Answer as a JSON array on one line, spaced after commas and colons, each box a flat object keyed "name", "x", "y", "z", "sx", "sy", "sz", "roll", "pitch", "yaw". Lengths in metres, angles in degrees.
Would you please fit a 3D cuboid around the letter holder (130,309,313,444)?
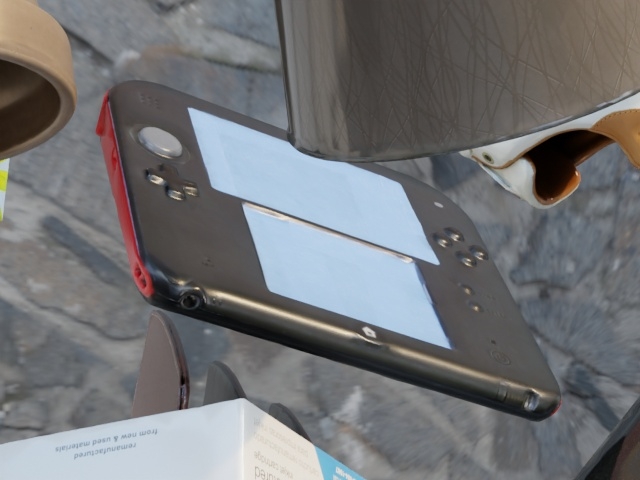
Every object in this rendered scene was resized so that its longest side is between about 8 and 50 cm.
[{"name": "letter holder", "x": -0.086, "y": 0.189, "z": 1.436, "sx": 0.152, "sy": 0.302, "sz": 0.214, "roll": 7, "pitch": 98, "yaw": -12}]

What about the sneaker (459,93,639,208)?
[{"name": "sneaker", "x": 0.094, "y": -0.082, "z": 1.002, "sx": 0.290, "sy": 0.106, "sz": 0.123, "roll": 2, "pitch": 91, "yaw": 42}]

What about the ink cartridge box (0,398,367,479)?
[{"name": "ink cartridge box", "x": -0.074, "y": 0.229, "z": 0.837, "sx": 0.168, "sy": 0.171, "sz": 0.233, "roll": -13, "pitch": 62, "yaw": 21}]

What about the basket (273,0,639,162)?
[{"name": "basket", "x": 0.053, "y": -0.174, "z": 0.714, "sx": 0.204, "sy": 0.154, "sz": 0.227, "roll": -14, "pitch": 115, "yaw": 6}]

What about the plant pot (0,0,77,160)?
[{"name": "plant pot", "x": -0.338, "y": -0.202, "z": 1.291, "sx": 0.263, "sy": 0.263, "sz": 0.229, "roll": -11, "pitch": 71, "yaw": 7}]

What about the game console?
[{"name": "game console", "x": 0.000, "y": 0.000, "z": 1.361, "sx": 0.386, "sy": 0.342, "sz": 0.060, "roll": 18, "pitch": 112, "yaw": -24}]

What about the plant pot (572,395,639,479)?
[{"name": "plant pot", "x": 0.317, "y": 0.219, "z": 1.220, "sx": 0.188, "sy": 0.167, "sz": 0.187, "roll": 50, "pitch": 59, "yaw": -6}]

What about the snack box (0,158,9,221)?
[{"name": "snack box", "x": -0.379, "y": -0.127, "z": 1.496, "sx": 0.174, "sy": 0.070, "sz": 0.207, "roll": 4, "pitch": 99, "yaw": -35}]
